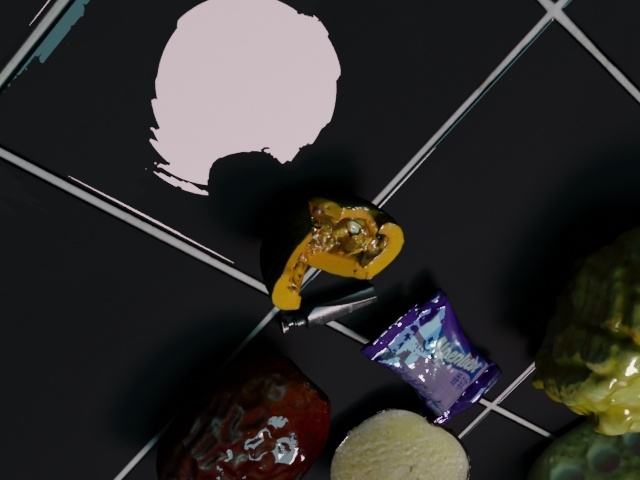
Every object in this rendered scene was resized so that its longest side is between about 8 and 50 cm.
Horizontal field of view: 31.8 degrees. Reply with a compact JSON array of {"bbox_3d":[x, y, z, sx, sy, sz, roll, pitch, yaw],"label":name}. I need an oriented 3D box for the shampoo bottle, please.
[{"bbox_3d":[0.010,0.092,1.504,0.137,0.027,0.048,-20,142,-12],"label":"shampoo bottle"}]

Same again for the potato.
[{"bbox_3d":[0.119,0.340,1.703,0.202,0.182,0.117,-34,176,2],"label":"potato"}]

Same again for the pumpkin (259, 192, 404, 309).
[{"bbox_3d":[0.000,0.000,1.368,0.183,0.108,0.119,-17,140,-26],"label":"pumpkin"}]

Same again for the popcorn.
[{"bbox_3d":[0.475,0.144,1.614,0.294,0.292,0.334,-62,168,-19],"label":"popcorn"}]

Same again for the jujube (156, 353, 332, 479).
[{"bbox_3d":[-0.099,0.261,1.484,0.243,0.183,0.183,-43,134,9],"label":"jujube"}]

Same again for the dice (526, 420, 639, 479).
[{"bbox_3d":[0.524,0.465,1.937,0.252,0.254,0.250,-31,138,-4],"label":"dice"}]

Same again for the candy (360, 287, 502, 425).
[{"bbox_3d":[0.167,0.177,1.632,0.145,0.070,0.275,-40,134,0],"label":"candy"}]
